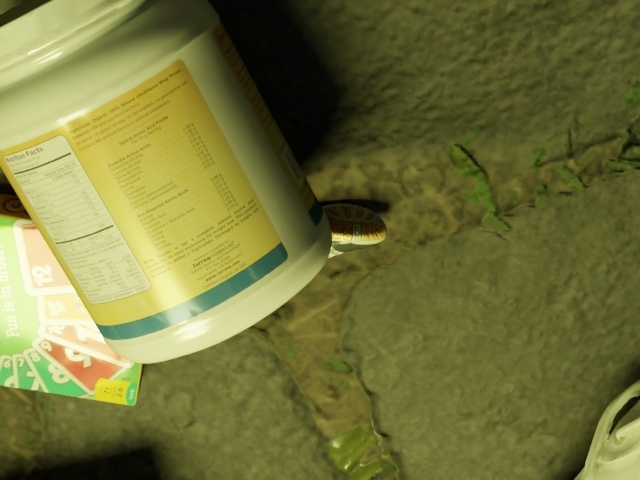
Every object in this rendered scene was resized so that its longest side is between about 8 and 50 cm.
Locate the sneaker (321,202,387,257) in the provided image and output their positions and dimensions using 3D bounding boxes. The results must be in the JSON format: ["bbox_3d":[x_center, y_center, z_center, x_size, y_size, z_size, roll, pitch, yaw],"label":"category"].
[{"bbox_3d":[0.000,0.000,0.963,0.083,0.032,0.037,-1,131,7],"label":"sneaker"}]

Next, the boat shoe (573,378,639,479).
[{"bbox_3d":[0.241,0.126,0.976,0.135,0.156,0.367,20,145,-16],"label":"boat shoe"}]

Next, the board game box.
[{"bbox_3d":[-0.234,0.026,0.970,0.259,0.039,0.124,10,117,-3],"label":"board game box"}]

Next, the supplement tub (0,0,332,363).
[{"bbox_3d":[-0.097,-0.049,0.859,0.144,0.144,0.200,-25,105,12],"label":"supplement tub"}]
